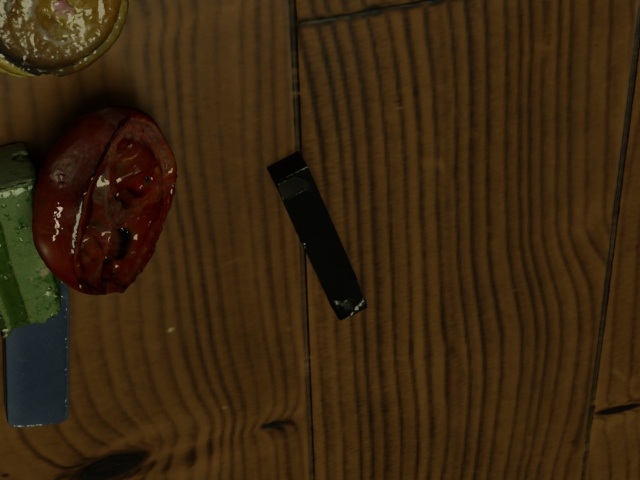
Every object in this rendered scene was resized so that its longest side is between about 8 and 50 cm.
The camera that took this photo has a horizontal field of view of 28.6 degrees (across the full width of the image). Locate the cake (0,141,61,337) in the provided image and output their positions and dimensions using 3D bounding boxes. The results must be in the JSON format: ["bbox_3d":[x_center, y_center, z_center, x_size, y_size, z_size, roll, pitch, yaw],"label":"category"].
[{"bbox_3d":[-0.371,-0.002,1.488,0.100,0.099,0.235,-15,136,-14],"label":"cake"}]

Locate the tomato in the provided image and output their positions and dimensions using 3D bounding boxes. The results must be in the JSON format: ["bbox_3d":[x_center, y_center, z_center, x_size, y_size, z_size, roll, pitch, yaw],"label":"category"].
[{"bbox_3d":[-0.260,-0.050,1.441,0.101,0.228,0.228,14,124,16],"label":"tomato"}]

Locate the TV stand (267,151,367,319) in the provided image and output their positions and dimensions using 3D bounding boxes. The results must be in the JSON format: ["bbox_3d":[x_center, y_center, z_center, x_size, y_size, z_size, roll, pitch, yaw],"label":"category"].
[{"bbox_3d":[0.000,0.000,1.653,0.049,0.040,0.256,-26,127,-4],"label":"TV stand"}]

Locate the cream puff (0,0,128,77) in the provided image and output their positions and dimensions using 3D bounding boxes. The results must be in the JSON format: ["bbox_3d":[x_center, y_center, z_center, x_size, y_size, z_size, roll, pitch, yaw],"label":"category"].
[{"bbox_3d":[-0.294,-0.256,1.311,0.189,0.129,0.189,-13,120,-23],"label":"cream puff"}]

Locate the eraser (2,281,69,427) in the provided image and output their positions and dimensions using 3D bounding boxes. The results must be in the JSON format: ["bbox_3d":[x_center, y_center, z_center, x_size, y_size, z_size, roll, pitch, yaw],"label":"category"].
[{"bbox_3d":[-0.363,0.139,1.601,0.081,0.036,0.225,-5,123,-19],"label":"eraser"}]
